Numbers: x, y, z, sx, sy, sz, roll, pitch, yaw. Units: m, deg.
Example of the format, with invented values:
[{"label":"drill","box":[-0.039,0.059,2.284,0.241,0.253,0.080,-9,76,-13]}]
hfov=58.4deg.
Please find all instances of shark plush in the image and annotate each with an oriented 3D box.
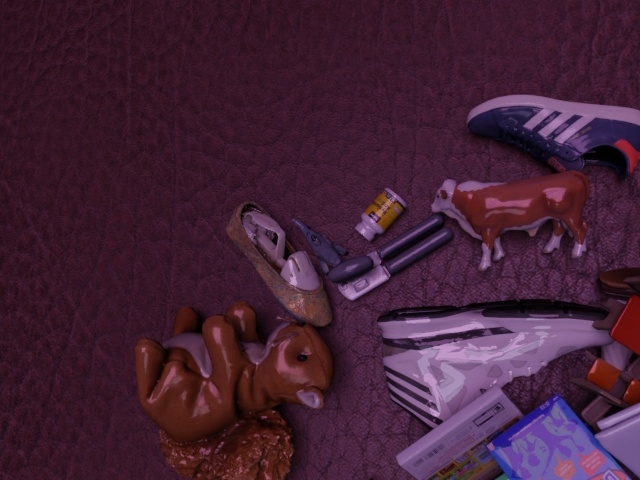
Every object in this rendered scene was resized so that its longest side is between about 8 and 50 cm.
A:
[{"label":"shark plush","box":[0.000,0.000,1.296,0.073,0.067,0.161,-34,71,6]}]

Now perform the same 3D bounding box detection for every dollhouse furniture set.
[{"label":"dollhouse furniture set","box":[0.597,0.187,0.950,0.259,0.135,0.262,31,87,-7]}]

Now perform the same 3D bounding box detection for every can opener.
[{"label":"can opener","box":[0.153,0.036,1.237,0.280,0.093,0.074,-30,70,3]}]

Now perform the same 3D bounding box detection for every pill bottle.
[{"label":"pill bottle","box":[0.131,-0.055,1.272,0.065,0.065,0.116,42,92,20]}]

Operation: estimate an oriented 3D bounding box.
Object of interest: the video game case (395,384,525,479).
[{"label":"video game case","box":[0.282,0.386,1.064,0.227,0.206,0.026,-39,33,8]}]

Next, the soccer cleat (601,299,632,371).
[{"label":"soccer cleat","box":[0.561,0.206,1.093,0.076,0.068,0.196,26,79,26]}]

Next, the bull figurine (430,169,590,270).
[{"label":"bull figurine","box":[0.380,-0.049,1.156,0.310,0.101,0.188,-8,102,21]}]

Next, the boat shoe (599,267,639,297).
[{"label":"boat shoe","box":[0.645,0.093,1.089,0.207,0.073,0.073,-1,117,22]}]

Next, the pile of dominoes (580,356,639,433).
[{"label":"pile of dominoes","box":[0.617,0.298,1.046,0.251,0.040,0.196,-42,93,-3]}]

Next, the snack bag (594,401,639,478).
[{"label":"snack bag","box":[0.666,0.321,0.901,0.342,0.037,0.323,41,117,-17]}]

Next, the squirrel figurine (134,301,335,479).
[{"label":"squirrel figurine","box":[-0.151,0.328,1.197,0.370,0.281,0.397,-3,91,5]}]

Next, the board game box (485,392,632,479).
[{"label":"board game box","box":[0.410,0.393,0.966,0.160,0.047,0.210,-39,60,4]}]

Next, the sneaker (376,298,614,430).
[{"label":"sneaker","box":[0.343,0.254,1.118,0.447,0.169,0.257,-5,90,16]}]

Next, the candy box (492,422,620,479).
[{"label":"candy box","box":[0.451,0.529,0.992,0.268,0.122,0.317,-36,62,7]}]

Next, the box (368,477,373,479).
[{"label":"box","box":[0.169,0.575,1.121,0.232,0.058,0.087,30,87,21]}]

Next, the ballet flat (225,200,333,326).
[{"label":"ballet flat","box":[-0.087,0.041,1.277,0.123,0.123,0.348,-45,67,3]}]

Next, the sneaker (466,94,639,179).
[{"label":"sneaker","box":[0.472,-0.200,1.173,0.350,0.131,0.148,8,78,18]}]
